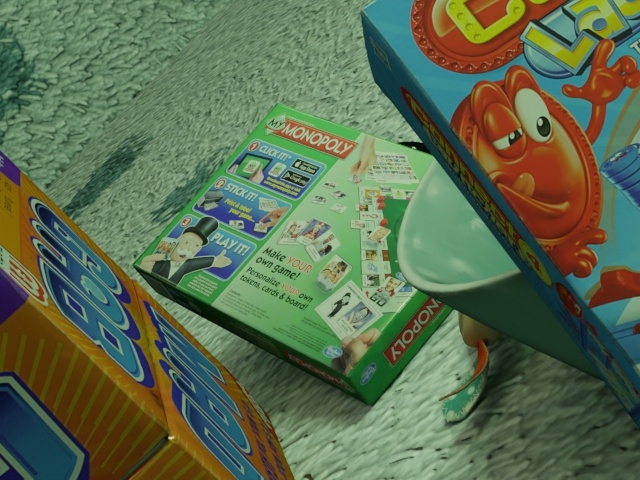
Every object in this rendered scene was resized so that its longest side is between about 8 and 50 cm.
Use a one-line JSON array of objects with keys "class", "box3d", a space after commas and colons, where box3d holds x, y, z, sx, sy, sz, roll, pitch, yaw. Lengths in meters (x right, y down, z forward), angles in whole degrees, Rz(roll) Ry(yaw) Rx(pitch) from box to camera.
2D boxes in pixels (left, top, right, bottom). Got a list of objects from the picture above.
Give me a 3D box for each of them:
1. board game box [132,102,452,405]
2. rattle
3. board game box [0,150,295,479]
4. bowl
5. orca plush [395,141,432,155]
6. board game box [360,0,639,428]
[{"class": "board game box", "box3d": [0.000, 0.000, 1.397, 0.213, 0.046, 0.317, -48, 39, -15]}, {"class": "rattle", "box3d": [0.156, 0.041, 1.177, 0.199, 0.143, 0.130, -90, 15, -46]}, {"class": "board game box", "box3d": [-0.254, 0.194, 1.173, 0.356, 0.356, 0.356, -43, 18, 2]}, {"class": "bowl", "box3d": [0.215, -0.029, 0.994, 0.311, 0.163, 0.311, -37, 19, 16]}, {"class": "orca plush", "box3d": [-0.006, -0.035, 1.565, 0.287, 0.102, 0.151, -23, 27, 47]}, {"class": "board game box", "box3d": [0.229, -0.068, 0.775, 0.308, 0.302, 0.086, -35, -19, -3]}]
